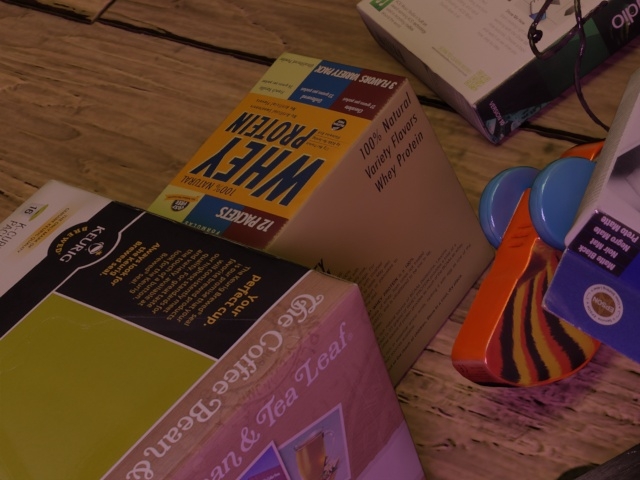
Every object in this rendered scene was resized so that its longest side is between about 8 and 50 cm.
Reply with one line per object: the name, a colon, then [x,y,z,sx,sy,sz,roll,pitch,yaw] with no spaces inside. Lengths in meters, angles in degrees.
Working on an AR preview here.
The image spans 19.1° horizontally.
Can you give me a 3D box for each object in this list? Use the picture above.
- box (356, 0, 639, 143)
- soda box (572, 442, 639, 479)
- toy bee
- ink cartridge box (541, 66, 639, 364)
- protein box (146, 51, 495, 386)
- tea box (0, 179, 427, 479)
box: [0.217,-0.246,1.719,0.322,0.058,0.232,-38,39,-3]
soda box: [0.163,0.207,1.281,0.169,0.053,0.060,-28,38,1]
toy bee: [0.213,-0.018,1.423,0.298,0.162,0.195,-66,21,9]
ink cartridge box: [0.285,0.006,1.316,0.224,0.223,0.045,-64,7,-33]
protein box: [0.000,0.000,1.486,0.136,0.201,0.200,17,58,42]
tea box: [-0.160,0.166,1.337,0.323,0.220,0.329,19,52,40]
